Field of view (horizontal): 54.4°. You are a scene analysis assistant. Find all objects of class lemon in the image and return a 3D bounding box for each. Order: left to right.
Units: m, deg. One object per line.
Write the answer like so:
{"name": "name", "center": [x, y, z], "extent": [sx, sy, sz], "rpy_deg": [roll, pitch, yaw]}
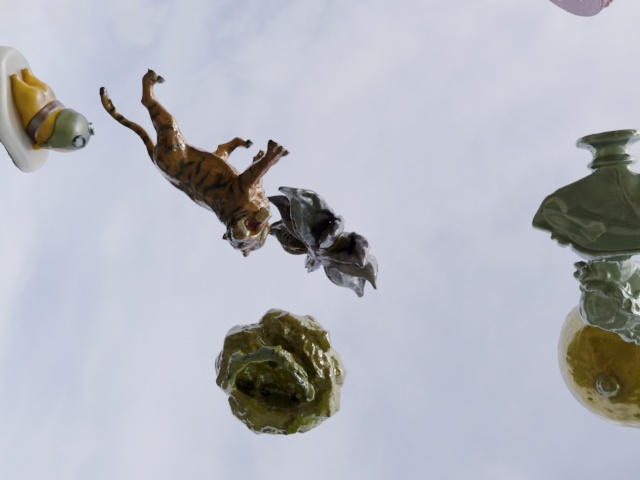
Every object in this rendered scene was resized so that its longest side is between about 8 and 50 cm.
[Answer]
{"name": "lemon", "center": [0.508, 0.178, 1.003], "extent": [0.234, 0.288, 0.233], "rpy_deg": [18, -65, 44]}

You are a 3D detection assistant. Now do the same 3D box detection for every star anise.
{"name": "star anise", "center": [0.000, 0.000, 0.801], "extent": [0.181, 0.204, 0.061], "rpy_deg": [-11, -140, 57]}

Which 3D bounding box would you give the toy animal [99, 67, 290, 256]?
{"name": "toy animal", "center": [-0.142, -0.089, 0.685], "extent": [0.255, 0.114, 0.116], "rpy_deg": [32, -94, 14]}

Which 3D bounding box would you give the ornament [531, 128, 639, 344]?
{"name": "ornament", "center": [0.133, -0.004, 0.282], "extent": [0.069, 0.041, 0.092], "rpy_deg": [25, -80, 22]}

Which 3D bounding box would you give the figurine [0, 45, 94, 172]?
{"name": "figurine", "center": [-0.541, -0.259, 1.230], "extent": [0.141, 0.166, 0.249], "rpy_deg": [0, -57, 12]}

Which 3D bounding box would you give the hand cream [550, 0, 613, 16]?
{"name": "hand cream", "center": [0.366, -0.426, 0.877], "extent": [0.125, 0.193, 0.193], "rpy_deg": [-45, -124, 8]}

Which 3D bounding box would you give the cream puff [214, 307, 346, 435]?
{"name": "cream puff", "center": [-0.082, 0.267, 1.265], "extent": [0.282, 0.185, 0.281], "rpy_deg": [0, -105, -1]}
